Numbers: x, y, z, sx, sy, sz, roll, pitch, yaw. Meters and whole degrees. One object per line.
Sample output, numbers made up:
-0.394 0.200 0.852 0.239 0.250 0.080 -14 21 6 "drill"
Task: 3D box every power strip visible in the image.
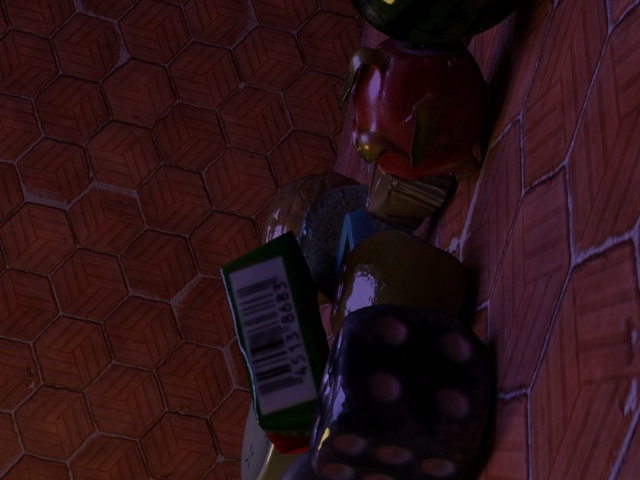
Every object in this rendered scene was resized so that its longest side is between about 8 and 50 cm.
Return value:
-0.055 0.402 2.352 0.357 0.162 0.357 -165 90 -77 "power strip"

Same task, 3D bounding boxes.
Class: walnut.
-0.002 0.000 2.422 0.277 0.252 0.313 92 -165 -67 "walnut"

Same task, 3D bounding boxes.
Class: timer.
0.060 0.103 1.847 0.231 0.091 0.250 99 157 -47 "timer"

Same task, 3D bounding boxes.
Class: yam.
0.062 0.014 2.140 0.201 0.202 0.271 -45 -11 -24 "yam"

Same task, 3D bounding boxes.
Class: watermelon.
0.163 -0.411 1.459 0.285 0.285 0.285 -167 90 -85 "watermelon"

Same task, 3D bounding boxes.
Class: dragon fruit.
0.139 -0.192 1.581 0.224 0.224 0.227 -88 6 -65 "dragon fruit"

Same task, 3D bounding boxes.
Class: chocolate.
-0.056 0.214 2.019 0.341 0.162 0.360 76 179 -68 "chocolate"

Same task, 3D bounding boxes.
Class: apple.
0.105 0.092 1.464 0.207 0.174 0.188 20 75 43 "apple"

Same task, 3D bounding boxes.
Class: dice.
0.092 0.195 1.269 0.181 0.182 0.183 107 176 -49 "dice"

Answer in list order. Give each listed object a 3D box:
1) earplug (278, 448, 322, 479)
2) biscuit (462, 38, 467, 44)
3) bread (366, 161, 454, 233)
-0.010 0.488 1.904 0.325 0.175 0.214 -58 -12 -75 "earplug"
0.266 -0.447 1.793 0.299 0.045 0.154 112 168 -67 "biscuit"
0.162 -0.133 1.793 0.192 0.110 0.209 128 155 -64 "bread"
